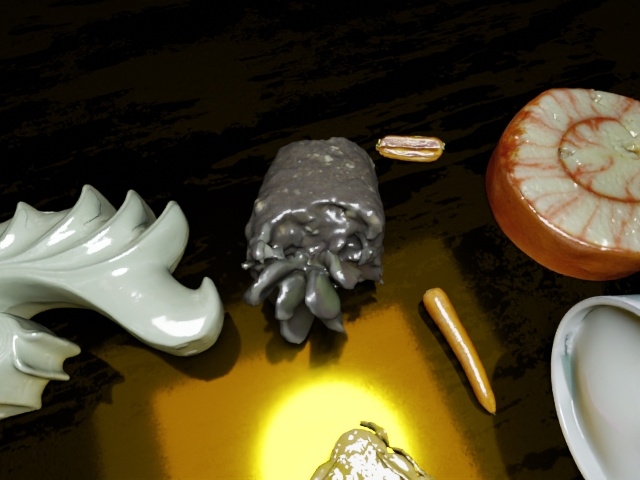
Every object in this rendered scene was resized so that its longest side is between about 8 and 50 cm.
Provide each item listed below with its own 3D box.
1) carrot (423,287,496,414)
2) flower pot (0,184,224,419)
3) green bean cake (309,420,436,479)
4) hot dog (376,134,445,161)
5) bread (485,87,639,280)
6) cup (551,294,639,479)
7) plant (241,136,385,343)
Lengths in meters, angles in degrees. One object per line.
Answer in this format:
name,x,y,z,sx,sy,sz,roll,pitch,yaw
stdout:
carrot,0.202,0.152,0.649,0.037,0.037,0.190,-21,66,-11
flower pot,-0.332,0.070,0.617,0.367,0.165,0.254,-18,69,-9
green bean cake,0.056,0.348,0.492,0.224,0.131,0.230,35,71,19
hot dog,0.160,-0.164,0.819,0.121,0.037,0.049,7,74,9
bread,0.430,-0.104,0.743,0.294,0.114,0.328,14,63,8
cup,0.464,0.231,0.513,0.274,0.259,0.357,-4,93,-3
plant,0.000,0.000,0.639,0.188,0.199,0.276,3,55,5
